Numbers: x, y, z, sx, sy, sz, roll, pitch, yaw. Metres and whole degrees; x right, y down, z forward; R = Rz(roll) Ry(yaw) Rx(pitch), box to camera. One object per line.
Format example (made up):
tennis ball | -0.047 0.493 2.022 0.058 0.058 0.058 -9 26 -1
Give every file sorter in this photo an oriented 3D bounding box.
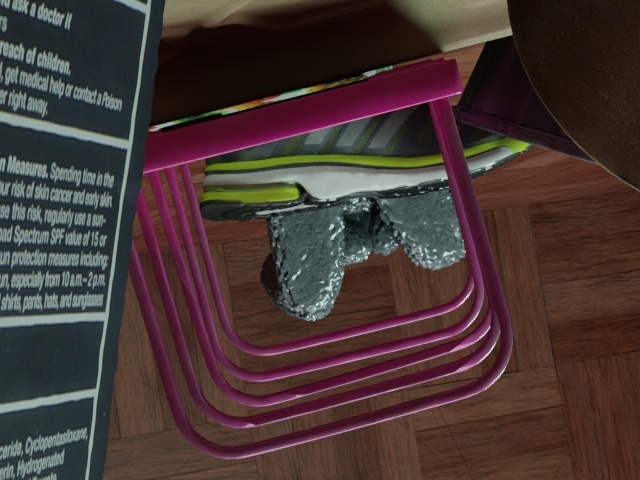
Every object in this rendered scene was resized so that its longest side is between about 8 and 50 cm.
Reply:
file sorter | 0.000 0.000 0.922 0.202 0.182 0.291 -14 -174 4

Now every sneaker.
sneaker | 0.043 -0.095 1.220 0.300 0.121 0.111 -9 177 -8

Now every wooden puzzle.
wooden puzzle | -0.097 -0.138 0.732 0.322 0.081 0.348 -12 170 28

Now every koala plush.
koala plush | 0.005 -0.069 1.400 0.196 0.203 0.221 -20 -162 -8

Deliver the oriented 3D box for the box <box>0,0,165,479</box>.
box | -0.182 -0.022 0.401 0.182 0.294 0.296 9 180 17

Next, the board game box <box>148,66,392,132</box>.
board game box | -0.115 -0.114 1.099 0.305 0.053 0.193 -10 176 16

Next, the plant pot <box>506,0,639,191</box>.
plant pot | 0.187 -0.144 0.543 0.215 0.215 0.230 -9 161 -3

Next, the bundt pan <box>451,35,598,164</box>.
bundt pan | 0.264 -0.102 1.048 0.330 0.124 0.331 15 -172 -2
